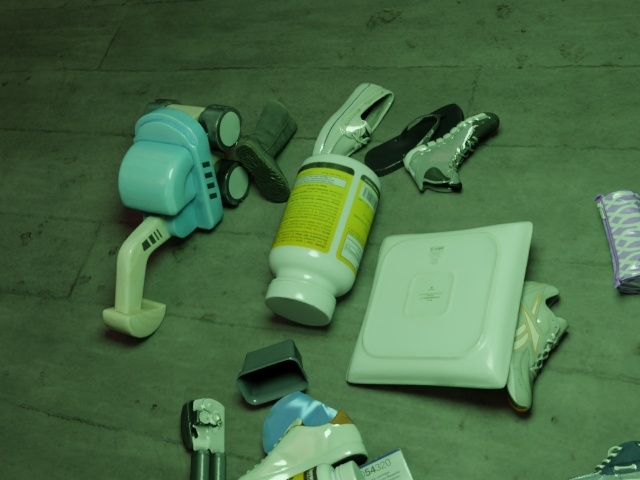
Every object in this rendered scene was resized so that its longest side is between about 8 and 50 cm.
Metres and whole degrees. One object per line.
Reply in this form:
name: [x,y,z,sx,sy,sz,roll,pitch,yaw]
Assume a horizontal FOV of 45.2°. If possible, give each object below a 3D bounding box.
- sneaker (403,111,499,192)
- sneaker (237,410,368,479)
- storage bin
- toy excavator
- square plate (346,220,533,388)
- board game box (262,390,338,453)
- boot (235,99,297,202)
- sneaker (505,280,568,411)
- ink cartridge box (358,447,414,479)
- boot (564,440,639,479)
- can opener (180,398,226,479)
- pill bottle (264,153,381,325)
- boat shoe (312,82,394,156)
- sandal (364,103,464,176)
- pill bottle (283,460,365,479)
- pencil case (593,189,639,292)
sneaker: [0.304,-0.175,1.676,0.229,0.086,0.132,-29,58,16]
sneaker: [-0.060,0.410,1.430,0.290,0.106,0.123,-24,51,2]
storage bin: [-0.093,0.264,1.562,0.135,0.098,0.091,-19,28,10]
toy excavator: [-0.368,-0.062,1.758,0.223,0.432,0.445,12,38,27]
square plate: [0.218,0.114,1.487,0.347,0.049,0.343,-6,56,38]
board game box: [-0.026,0.375,1.489,0.169,0.033,0.133,25,80,14]
boot: [-0.106,-0.217,1.848,0.076,0.189,0.208,-20,26,29]
sneaker: [0.393,0.184,1.409,0.121,0.099,0.262,-1,61,16]
ink cartridge box: [0.065,0.576,1.317,0.324,0.071,0.330,-27,51,5]
boot: [0.485,0.383,1.274,0.190,0.069,0.086,-6,51,9]
can opener: [-0.228,0.446,1.521,0.093,0.074,0.280,-41,43,38]
pill bottle: [0.000,0.000,1.616,0.188,0.188,0.333,6,63,25]
boat shoe: [0.081,-0.260,1.805,0.088,0.096,0.267,20,61,35]
sandal: [0.217,-0.231,1.751,0.255,0.054,0.097,-32,54,1]
pill bottle: [-0.025,0.459,1.315,0.215,0.117,0.117,-26,54,5]
pencil case: [0.577,-0.001,1.448,0.088,0.086,0.206,7,56,-13]
